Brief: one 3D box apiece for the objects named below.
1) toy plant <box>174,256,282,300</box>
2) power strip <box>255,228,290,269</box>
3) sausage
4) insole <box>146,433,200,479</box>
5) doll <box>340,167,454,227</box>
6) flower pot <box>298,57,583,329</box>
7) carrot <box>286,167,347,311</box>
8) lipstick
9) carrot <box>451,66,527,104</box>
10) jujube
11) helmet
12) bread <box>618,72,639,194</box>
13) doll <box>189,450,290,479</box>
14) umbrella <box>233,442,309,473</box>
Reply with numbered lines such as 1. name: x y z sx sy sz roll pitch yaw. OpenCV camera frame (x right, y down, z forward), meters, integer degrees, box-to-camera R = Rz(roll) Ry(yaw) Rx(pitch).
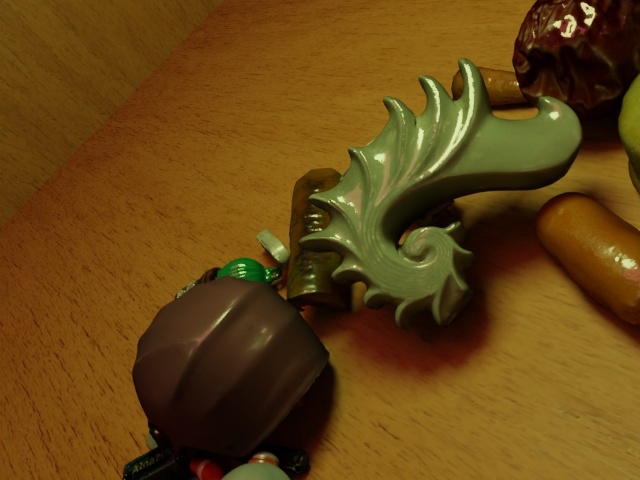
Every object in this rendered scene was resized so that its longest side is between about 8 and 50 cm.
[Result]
1. toy plant: -0.161 0.101 1.187 0.200 0.105 0.143 -19 46 11
2. power strip: -0.086 0.014 1.219 0.030 0.047 0.191 -36 18 -6
3. sausage: 0.347 0.016 0.813 0.098 0.098 0.238 -36 34 7
4. insole: -0.237 0.349 1.072 0.064 0.004 0.188 -50 36 -14
5. doll: 0.132 -0.087 1.108 0.221 0.105 0.115 14 73 53
6. flower pot: 0.158 -0.068 0.916 0.254 0.164 0.367 37 94 18
7. carrot: 0.000 0.000 1.136 0.114 0.114 0.302 -21 43 25
8. lipstick: -0.162 0.303 1.005 0.312 0.051 0.051 -31 31 10
9. carrot: 0.325 -0.272 1.159 0.205 0.072 0.072 15 63 47
10. jujube: 0.438 -0.319 0.992 0.342 0.216 0.216 -44 34 -24
11. helmet: -0.162 0.166 0.980 0.338 0.197 0.271 -5 34 49
12. bread: 0.501 -0.155 0.803 0.270 0.148 0.270 -29 35 23
13. doll: -0.132 0.372 0.876 0.336 0.105 0.200 -25 37 34
14. umbrella: -0.070 0.306 0.940 0.133 0.031 0.036 -4 49 39
